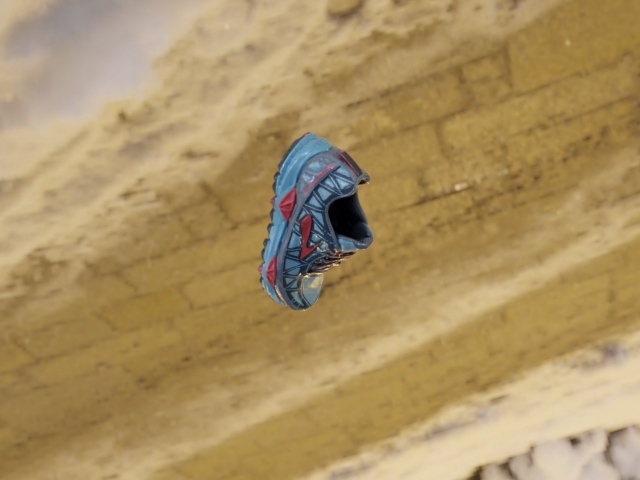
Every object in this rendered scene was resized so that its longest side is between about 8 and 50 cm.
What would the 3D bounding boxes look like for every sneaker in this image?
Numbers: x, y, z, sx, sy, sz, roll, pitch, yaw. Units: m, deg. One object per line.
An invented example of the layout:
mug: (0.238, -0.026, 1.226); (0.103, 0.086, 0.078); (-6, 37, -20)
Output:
sneaker: (0.000, 0.000, 1.579); (0.104, 0.125, 0.262); (-42, 150, -41)
